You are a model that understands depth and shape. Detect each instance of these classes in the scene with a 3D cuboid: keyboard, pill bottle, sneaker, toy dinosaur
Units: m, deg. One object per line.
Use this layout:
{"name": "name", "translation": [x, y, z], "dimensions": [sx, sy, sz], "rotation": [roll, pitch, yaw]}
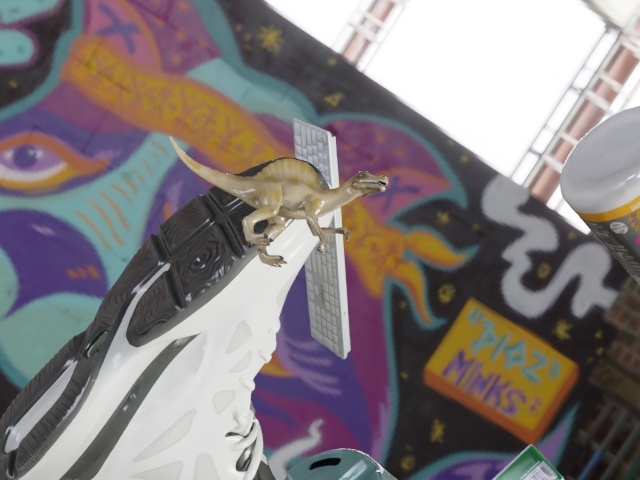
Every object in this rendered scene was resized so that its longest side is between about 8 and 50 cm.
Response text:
{"name": "keyboard", "translation": [0.000, 0.000, 1.146], "dimensions": [0.014, 0.256, 0.072], "rotation": [-19, 26, -32]}
{"name": "pill bottle", "translation": [0.429, -0.018, 1.310], "dimensions": [0.278, 0.162, 0.162], "rotation": [43, -2, -23]}
{"name": "sneaker", "translation": [-0.103, 0.135, 1.122], "dimensions": [0.257, 0.447, 0.169], "rotation": [40, 8, -30]}
{"name": "toy dinosaur", "translation": [-0.039, -0.031, 0.895], "dimensions": [0.183, 0.092, 0.053], "rotation": [7, -28, -4]}

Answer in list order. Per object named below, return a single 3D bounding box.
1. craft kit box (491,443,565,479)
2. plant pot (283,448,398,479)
{"name": "craft kit box", "translation": [0.180, 0.350, 1.171], "dimensions": [0.061, 0.250, 0.246], "rotation": [47, -2, 36]}
{"name": "plant pot", "translation": [0.074, 0.482, 1.487], "dimensions": [0.334, 0.341, 0.341], "rotation": [49, -5, -25]}
